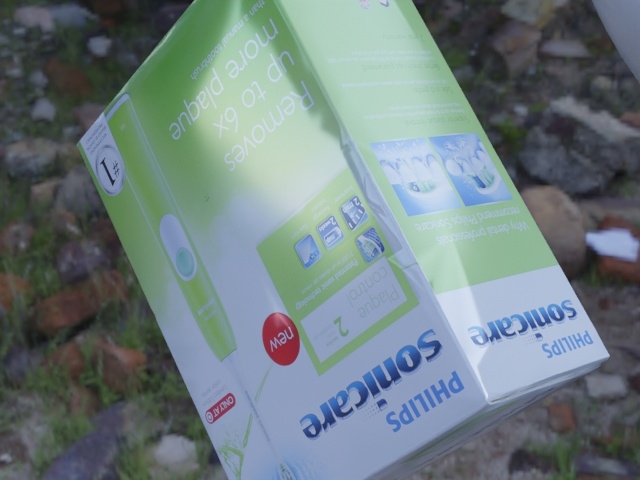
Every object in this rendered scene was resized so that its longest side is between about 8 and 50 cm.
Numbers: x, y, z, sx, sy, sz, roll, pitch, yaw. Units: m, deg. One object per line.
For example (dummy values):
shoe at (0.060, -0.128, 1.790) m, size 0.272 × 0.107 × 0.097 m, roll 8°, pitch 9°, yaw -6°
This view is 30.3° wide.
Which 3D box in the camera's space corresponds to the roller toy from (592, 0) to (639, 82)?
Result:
roller toy at (0.175, -0.129, 0.371) m, size 0.146 × 0.191 × 0.209 m, roll -13°, pitch 51°, yaw 43°

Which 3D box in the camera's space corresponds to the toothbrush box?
toothbrush box at (0.000, 0.000, 0.699) m, size 0.122 × 0.206 × 0.283 m, roll -12°, pitch 69°, yaw -46°
